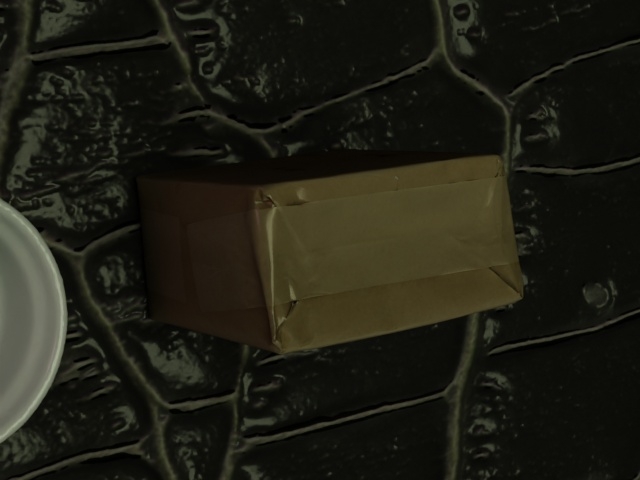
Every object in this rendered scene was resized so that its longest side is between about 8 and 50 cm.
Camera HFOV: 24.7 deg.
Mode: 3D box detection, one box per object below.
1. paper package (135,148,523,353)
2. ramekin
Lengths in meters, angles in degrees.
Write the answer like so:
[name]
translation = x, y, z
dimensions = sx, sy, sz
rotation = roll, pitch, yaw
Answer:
[paper package]
translation = 0.000, 0.000, 1.550
dimensions = 0.309, 0.325, 0.168
rotation = -9, 98, -29
[ramekin]
translation = -0.401, 0.076, 1.428
dimensions = 0.277, 0.135, 0.277
rotation = -3, 95, -30
